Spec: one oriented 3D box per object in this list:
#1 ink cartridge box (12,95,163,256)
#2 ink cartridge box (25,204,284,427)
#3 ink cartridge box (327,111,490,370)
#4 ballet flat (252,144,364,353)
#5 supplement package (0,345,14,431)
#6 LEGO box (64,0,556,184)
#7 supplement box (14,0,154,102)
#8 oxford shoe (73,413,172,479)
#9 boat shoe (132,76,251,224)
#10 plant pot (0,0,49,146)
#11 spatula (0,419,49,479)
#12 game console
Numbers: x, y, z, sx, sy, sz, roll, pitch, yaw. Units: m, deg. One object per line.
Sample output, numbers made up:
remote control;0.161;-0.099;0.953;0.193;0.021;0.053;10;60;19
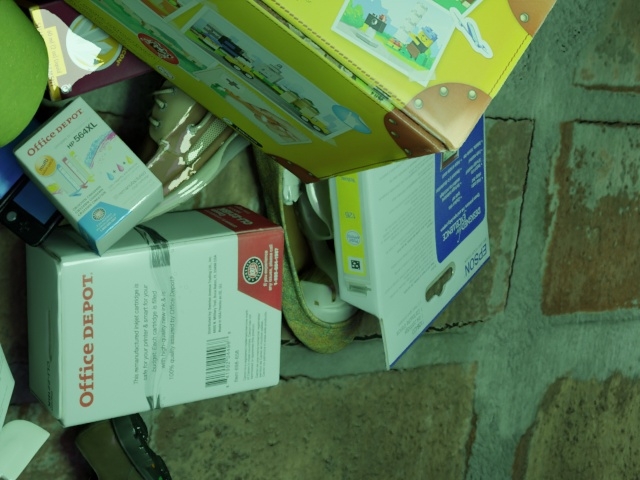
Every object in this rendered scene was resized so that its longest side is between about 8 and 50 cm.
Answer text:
ink cartridge box;-0.242;-0.071;1.492;0.092;0.090;0.143;-43;87;-10
ink cartridge box;-0.187;0.079;1.639;0.273;0.114;0.197;-8;110;-31
ink cartridge box;0.112;-0.052;1.740;0.303;0.072;0.307;-41;135;-50
ballet flat;0.000;0.000;1.735;0.123;0.123;0.348;-24;118;-24
supplement package;-0.425;0.089;1.327;0.199;0.198;0.262;-12;115;3
LEGO box;-0.092;-0.281;1.324;0.500;0.372;0.193;37;77;-15
supplement box;-0.224;-0.226;1.535;0.188;0.081;0.104;-22;116;-26
oxford shoe;-0.226;0.291;1.719;0.096;0.083;0.227;-22;121;0
boat shoe;-0.141;-0.134;1.601;0.324;0.123;0.116;-39;111;-12
plant pot;-0.405;-0.190;1.343;0.293;0.275;0.274;24;91;-49
spatula;-0.400;0.221;1.474;0.168;0.242;0.019;38;126;-2
game console;-0.309;-0.074;1.539;0.122;0.107;0.071;-51;153;-8
